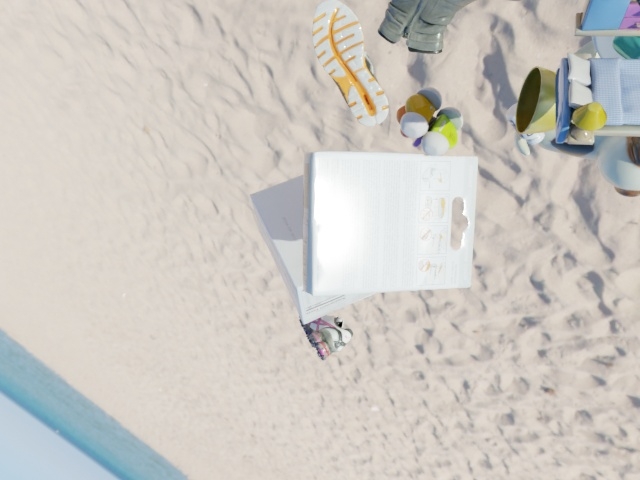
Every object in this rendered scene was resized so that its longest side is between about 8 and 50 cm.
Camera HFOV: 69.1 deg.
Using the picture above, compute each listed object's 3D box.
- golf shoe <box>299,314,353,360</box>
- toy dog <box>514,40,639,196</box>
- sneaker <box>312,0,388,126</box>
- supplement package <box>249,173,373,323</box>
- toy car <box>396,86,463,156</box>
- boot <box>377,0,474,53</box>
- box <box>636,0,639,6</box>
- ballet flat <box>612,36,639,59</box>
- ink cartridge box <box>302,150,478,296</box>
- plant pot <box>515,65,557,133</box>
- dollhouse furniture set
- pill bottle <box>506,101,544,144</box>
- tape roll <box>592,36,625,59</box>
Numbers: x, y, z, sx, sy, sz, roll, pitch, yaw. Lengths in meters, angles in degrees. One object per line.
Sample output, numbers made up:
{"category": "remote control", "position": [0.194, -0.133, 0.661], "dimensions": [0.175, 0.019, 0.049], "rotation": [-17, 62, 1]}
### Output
{"category": "golf shoe", "position": [0.010, 0.192, 0.993], "dimensions": [0.068, 0.085, 0.186], "rotation": [67, 167, -17]}
{"category": "toy dog", "position": [0.815, -0.321, 1.321], "dimensions": [0.408, 0.395, 0.285], "rotation": [54, 167, 34]}
{"category": "sneaker", "position": [0.048, -0.299, 0.795], "dimensions": [0.084, 0.083, 0.215], "rotation": [-21, 110, 12]}
{"category": "supplement package", "position": [0.000, 0.000, 0.970], "dimensions": [0.145, 0.203, 0.262], "rotation": [84, 161, -52]}
{"category": "toy car", "position": [0.285, -0.308, 1.265], "dimensions": [0.182, 0.159, 0.136], "rotation": [38, 153, -11]}
{"category": "boot", "position": [0.230, -0.412, 0.829], "dimensions": [0.246, 0.083, 0.161], "rotation": [22, 135, 16]}
{"category": "box", "position": [0.342, -0.227, 0.350], "dimensions": [0.158, 0.093, 0.156], "rotation": [56, 167, -2]}
{"category": "ballet flat", "position": [0.654, -0.312, 0.842], "dimensions": [0.247, 0.087, 0.083], "rotation": [20, 163, 2]}
{"category": "ink cartridge box", "position": [0.092, -0.023, 0.633], "dimensions": [0.066, 0.232, 0.189], "rotation": [-155, 64, -70]}
{"category": "plant pot", "position": [0.470, -0.279, 0.949], "dimensions": [0.095, 0.134, 0.134], "rotation": [8, 142, 3]}
{"category": "dollhouse furniture set", "position": [0.508, -0.288, 0.652], "dimensions": [0.286, 0.304, 0.198], "rotation": [7, 157, 16]}
{"category": "pill bottle", "position": [0.586, -0.331, 1.320], "dimensions": [0.120, 0.067, 0.067], "rotation": [42, 147, -26]}
{"category": "tape roll", "position": [0.797, -0.529, 1.083], "dimensions": [0.246, 0.169, 0.246], "rotation": [41, 146, 37]}
